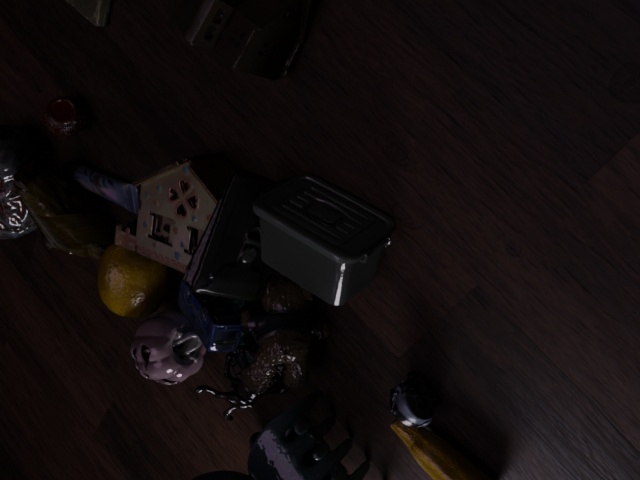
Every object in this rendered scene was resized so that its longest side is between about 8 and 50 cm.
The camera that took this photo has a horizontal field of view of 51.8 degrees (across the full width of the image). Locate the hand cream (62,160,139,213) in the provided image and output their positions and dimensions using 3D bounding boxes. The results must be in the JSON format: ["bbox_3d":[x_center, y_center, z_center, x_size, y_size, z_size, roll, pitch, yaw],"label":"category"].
[{"bbox_3d":[-0.547,-0.144,1.653,0.256,0.055,0.088,22,128,24],"label":"hand cream"}]

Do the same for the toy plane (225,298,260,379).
[{"bbox_3d":[-0.165,0.241,1.487,0.096,0.060,0.234,-22,97,35],"label":"toy plane"}]

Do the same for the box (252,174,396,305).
[{"bbox_3d":[0.000,0.000,1.190,0.243,0.163,0.135,30,134,25],"label":"box"}]

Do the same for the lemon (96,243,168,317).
[{"bbox_3d":[-0.450,0.090,1.585,0.170,0.170,0.207,23,117,31],"label":"lemon"}]

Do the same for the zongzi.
[{"bbox_3d":[-0.611,-0.060,1.650,0.288,0.134,0.285,22,147,25],"label":"zongzi"}]

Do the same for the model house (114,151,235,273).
[{"bbox_3d":[-0.262,-0.067,1.380,0.326,0.169,0.244,20,112,28],"label":"model house"}]

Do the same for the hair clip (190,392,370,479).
[{"bbox_3d":[-0.036,0.511,1.352,0.238,0.392,0.318,-42,78,15],"label":"hair clip"}]

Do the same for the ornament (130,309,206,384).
[{"bbox_3d":[-0.356,0.255,1.573,0.178,0.178,0.177,16,118,34],"label":"ornament"}]

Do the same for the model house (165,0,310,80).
[{"bbox_3d":[-0.126,-0.432,1.097,0.211,0.204,0.243,42,112,19],"label":"model house"}]

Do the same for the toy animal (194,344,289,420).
[{"bbox_3d":[-0.157,0.308,1.434,0.148,0.084,0.233,44,106,-5],"label":"toy animal"}]

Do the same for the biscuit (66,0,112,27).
[{"bbox_3d":[-0.536,-0.576,1.464,0.199,0.041,0.121,41,127,20],"label":"biscuit"}]

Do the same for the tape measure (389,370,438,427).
[{"bbox_3d":[0.170,0.296,1.206,0.054,0.094,0.091,-38,83,36],"label":"tape measure"}]

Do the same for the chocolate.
[{"bbox_3d":[0.222,0.407,1.221,0.219,0.086,0.085,41,129,20],"label":"chocolate"}]

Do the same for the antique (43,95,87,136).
[{"bbox_3d":[-0.624,-0.304,1.612,0.104,0.104,0.104,16,118,34],"label":"antique"}]

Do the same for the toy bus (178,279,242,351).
[{"bbox_3d":[-0.243,0.160,1.447,0.236,0.079,0.094,39,127,54],"label":"toy bus"}]

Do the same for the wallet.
[{"bbox_3d":[-0.144,-0.004,1.248,0.052,0.169,0.245,34,103,51],"label":"wallet"}]

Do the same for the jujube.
[{"bbox_3d":[-0.857,-0.164,1.785,0.226,0.226,0.316,24,126,30],"label":"jujube"}]

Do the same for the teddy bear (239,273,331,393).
[{"bbox_3d":[-0.069,0.193,1.321,0.129,0.182,0.251,-165,79,-77],"label":"teddy bear"}]
